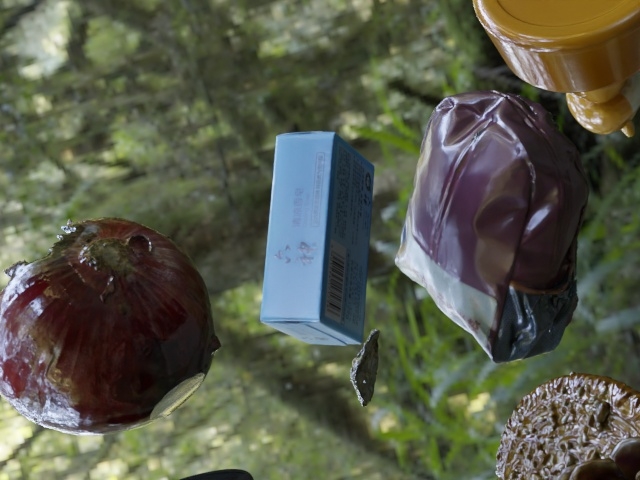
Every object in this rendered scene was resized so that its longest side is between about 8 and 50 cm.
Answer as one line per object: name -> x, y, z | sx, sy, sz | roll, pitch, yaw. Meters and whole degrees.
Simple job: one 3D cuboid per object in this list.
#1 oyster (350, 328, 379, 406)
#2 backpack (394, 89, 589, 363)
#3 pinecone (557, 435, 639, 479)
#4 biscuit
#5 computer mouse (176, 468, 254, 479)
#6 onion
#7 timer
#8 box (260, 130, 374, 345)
oyster -> 0.040, 0.109, 1.270 | 0.083, 0.019, 0.054 | -67, -23, -46
backpack -> 0.226, -0.041, 1.827 | 0.283, 0.197, 0.317 | 40, 134, 41
pinecone -> 0.254, 0.274, 1.047 | 0.264, 0.264, 0.264 | -15, -90, -76
biscuit -> 0.287, 0.285, 1.486 | 0.038, 0.305, 0.305 | -9, -98, -36
computer mouse -> -0.204, 0.395, 2.088 | 0.057, 0.232, 0.120 | 55, 148, 33
onion -> -0.305, 0.127, 2.080 | 0.341, 0.341, 0.341 | -15, -90, -76
timer -> 0.183, -0.128, 0.958 | 0.152, 0.132, 0.132 | 61, -161, -48
box -> 0.000, 0.000, 1.706 | 0.142, 0.083, 0.232 | 32, -122, -63
